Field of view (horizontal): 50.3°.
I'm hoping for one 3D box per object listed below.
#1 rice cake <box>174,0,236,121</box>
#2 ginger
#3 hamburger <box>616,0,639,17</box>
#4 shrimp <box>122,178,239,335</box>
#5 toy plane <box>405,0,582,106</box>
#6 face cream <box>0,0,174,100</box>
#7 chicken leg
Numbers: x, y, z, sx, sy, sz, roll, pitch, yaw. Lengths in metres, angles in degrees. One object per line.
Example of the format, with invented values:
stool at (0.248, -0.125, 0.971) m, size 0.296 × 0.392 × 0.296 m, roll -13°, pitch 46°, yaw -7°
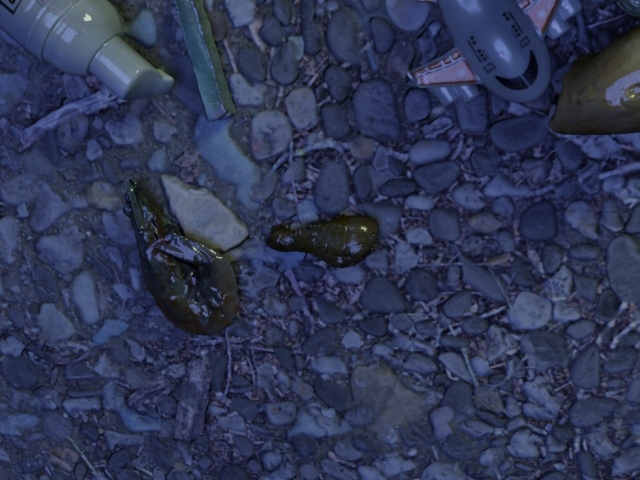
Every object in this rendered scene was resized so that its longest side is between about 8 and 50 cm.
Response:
rice cake at (-0.179, -0.287, 1.048) m, size 0.043 × 0.034 × 0.211 m, roll -5°, pitch 112°, yaw 24°
ginger at (0.423, -0.213, 0.881) m, size 0.267 × 0.152 × 0.138 m, roll -16°, pitch 111°, yaw 12°
hamburger at (0.428, -0.363, 0.864) m, size 0.133 × 0.062 × 0.140 m, roll -14°, pitch 111°, yaw 19°
shrimp at (-0.241, 0.033, 1.183) m, size 0.164 × 0.062 × 0.316 m, roll -16°, pitch 112°, yaw 14°
toy plane at (0.223, -0.287, 0.913) m, size 0.245 × 0.117 × 0.244 m, roll 4°, pitch 111°, yaw 10°
face cream at (-0.388, -0.336, 1.014) m, size 0.370 × 0.145 × 0.145 m, roll 40°, pitch 115°, yaw -5°
chicken leg at (-0.001, 0.001, 1.112) m, size 0.198 × 0.069 × 0.085 m, roll 1°, pitch 111°, yaw 20°
